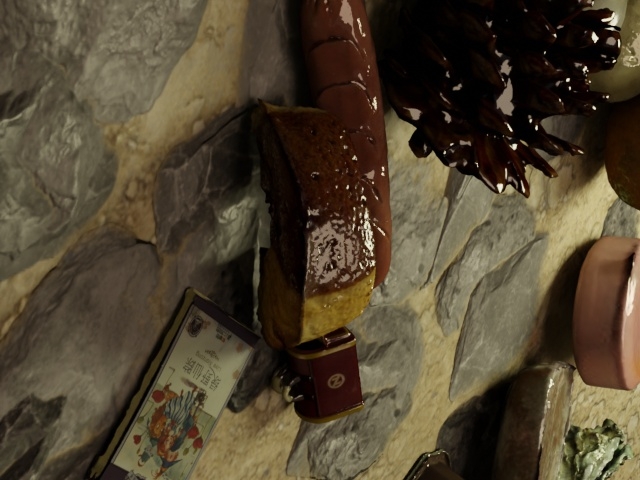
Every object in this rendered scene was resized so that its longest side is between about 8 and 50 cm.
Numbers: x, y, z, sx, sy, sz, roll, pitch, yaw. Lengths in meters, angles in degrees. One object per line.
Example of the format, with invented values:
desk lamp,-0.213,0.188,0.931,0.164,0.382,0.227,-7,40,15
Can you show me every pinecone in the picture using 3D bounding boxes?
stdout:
pinecone,0.216,-0.206,1.825,0.298,0.242,0.296,25,89,-52

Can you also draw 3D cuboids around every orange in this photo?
orange,0.548,-0.191,2.316,0.262,0.196,0.334,-49,-173,-37

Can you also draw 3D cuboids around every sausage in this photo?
sausage,0.033,-0.116,1.756,0.088,0.088,0.433,-42,140,-36

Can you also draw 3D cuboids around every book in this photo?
book,-0.152,0.181,1.706,0.231,0.026,0.157,-63,147,-10

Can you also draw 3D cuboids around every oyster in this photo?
oyster,0.406,0.379,2.558,0.198,0.112,0.267,-54,163,21

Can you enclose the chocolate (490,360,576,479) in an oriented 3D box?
chocolate,0.309,0.328,2.375,0.185,0.100,0.303,6,92,-73

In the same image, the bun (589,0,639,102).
bun,0.441,-0.277,2.237,0.173,0.113,0.166,-64,149,-5

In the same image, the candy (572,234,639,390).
candy,0.466,0.108,2.472,0.255,0.094,0.255,6,90,-66

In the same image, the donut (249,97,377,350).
donut,0.000,0.000,1.683,0.112,0.151,0.295,-13,122,-19

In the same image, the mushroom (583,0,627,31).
mushroom,0.384,-0.345,2.136,0.225,0.093,0.116,-51,123,-17

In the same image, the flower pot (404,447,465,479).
flower pot,0.176,0.432,2.286,0.179,0.084,0.251,-50,144,-26

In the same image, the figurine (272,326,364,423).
figurine,-0.013,0.147,1.861,0.098,0.082,0.154,-28,133,-20
